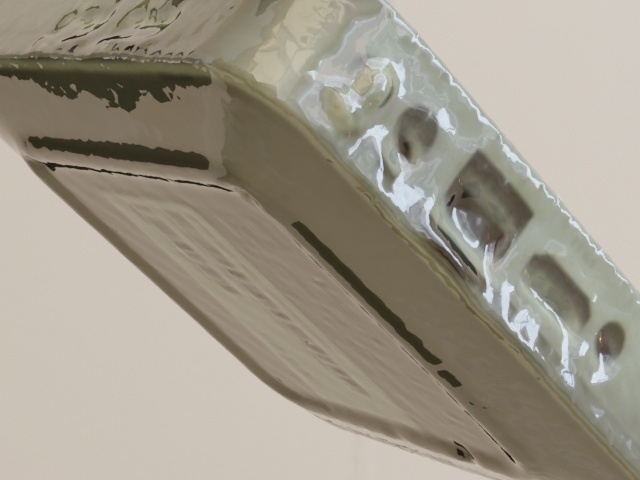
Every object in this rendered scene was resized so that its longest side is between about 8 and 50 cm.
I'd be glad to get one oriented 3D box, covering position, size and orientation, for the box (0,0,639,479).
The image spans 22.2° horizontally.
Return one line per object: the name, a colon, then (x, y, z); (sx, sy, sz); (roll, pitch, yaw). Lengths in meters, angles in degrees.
box: (-0.001, 0.000, 0.942); (0.111, 0.396, 0.396); (-55, -150, -16)
